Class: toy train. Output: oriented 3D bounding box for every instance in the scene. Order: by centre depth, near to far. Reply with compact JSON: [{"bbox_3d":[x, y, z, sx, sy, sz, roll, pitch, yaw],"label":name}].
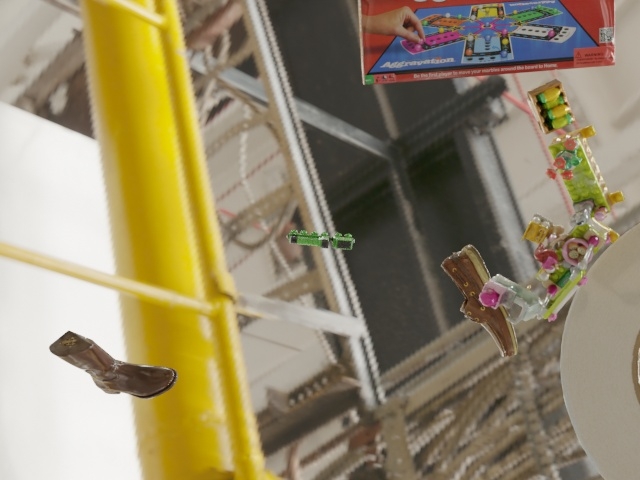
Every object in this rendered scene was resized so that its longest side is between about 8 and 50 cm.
[{"bbox_3d":[0.000,0.000,1.446,0.024,0.083,0.017,-85,179,-67],"label":"toy train"}]

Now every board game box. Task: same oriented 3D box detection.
[{"bbox_3d":[0.181,-0.252,1.287,0.027,0.281,0.145,-115,-160,-74],"label":"board game box"}]

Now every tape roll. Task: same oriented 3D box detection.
[{"bbox_3d":[0.465,0.147,1.341,0.391,0.072,0.392,-1,-91,34],"label":"tape roll"}]

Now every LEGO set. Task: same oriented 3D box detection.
[{"bbox_3d":[0.253,-0.020,1.277,0.132,0.107,0.287,17,-57,16],"label":"LEGO set"}]

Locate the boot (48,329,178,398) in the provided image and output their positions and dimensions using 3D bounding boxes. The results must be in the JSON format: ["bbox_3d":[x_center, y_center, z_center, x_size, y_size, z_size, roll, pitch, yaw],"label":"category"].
[{"bbox_3d":[-0.225,0.132,1.287,0.106,0.114,0.037,-9,-127,21],"label":"boot"}]

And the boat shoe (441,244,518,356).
[{"bbox_3d":[0.237,0.096,1.769,0.060,0.064,0.178,-26,-92,-4],"label":"boat shoe"}]
